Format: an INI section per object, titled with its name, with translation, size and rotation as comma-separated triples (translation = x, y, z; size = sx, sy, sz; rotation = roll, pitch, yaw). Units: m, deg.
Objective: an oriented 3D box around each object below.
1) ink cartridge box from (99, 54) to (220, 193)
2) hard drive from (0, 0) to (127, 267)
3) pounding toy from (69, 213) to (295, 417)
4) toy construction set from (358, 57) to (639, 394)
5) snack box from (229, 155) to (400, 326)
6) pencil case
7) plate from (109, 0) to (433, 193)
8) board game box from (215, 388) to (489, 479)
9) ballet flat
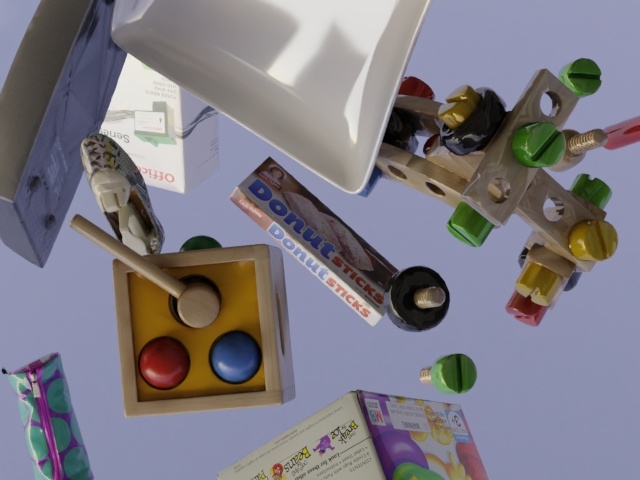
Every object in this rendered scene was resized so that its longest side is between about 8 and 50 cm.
[ink cartridge box]
translation = -0.220, -0.185, 1.862
size = 0.160, 0.219, 0.092
rotation = 14, -148, 24
[hard drive]
translation = -0.232, -0.121, 1.282
size = 0.054, 0.172, 0.255
rotation = 16, -111, 5
[pounding toy]
translation = -0.093, 0.048, 1.006
size = 0.130, 0.100, 0.141
rotation = -6, -93, 6
[toy construction set]
translation = 0.194, -0.057, 1.215
size = 0.308, 0.237, 0.257
rotation = -31, -85, -22
[snack box]
translation = 0.000, 0.000, 1.344
size = 0.178, 0.022, 0.064
rotation = 42, -138, 1
[pencil case]
translation = -0.293, 0.201, 1.569
size = 0.064, 0.070, 0.152
rotation = -16, -90, -2
[plate]
translation = -0.034, -0.212, 1.171
size = 0.278, 0.277, 0.045
rotation = 33, -138, 16
[board game box]
translation = 0.057, 0.265, 1.028
size = 0.144, 0.142, 0.275
rotation = -34, -119, 29
[ballet flat]
translation = -0.146, -0.026, 1.076
size = 0.041, 0.114, 0.041
rotation = -15, -143, 12
